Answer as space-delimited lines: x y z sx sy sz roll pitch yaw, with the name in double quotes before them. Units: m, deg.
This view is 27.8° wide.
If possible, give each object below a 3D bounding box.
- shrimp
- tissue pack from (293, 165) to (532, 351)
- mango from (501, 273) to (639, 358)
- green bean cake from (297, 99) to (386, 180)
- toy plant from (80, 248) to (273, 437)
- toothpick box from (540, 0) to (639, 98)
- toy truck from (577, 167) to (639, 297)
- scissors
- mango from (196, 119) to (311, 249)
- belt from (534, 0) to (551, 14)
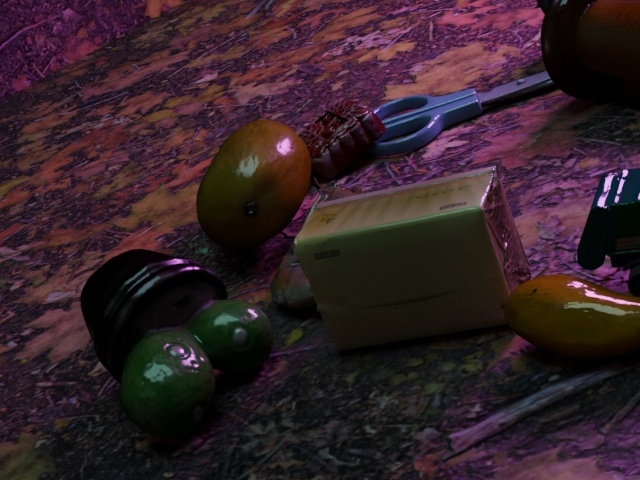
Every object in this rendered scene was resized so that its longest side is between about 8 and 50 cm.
"shrimp" 0.000 0.000 1.742 0.168 0.077 0.317 -28 22 8
"tissue pack" 0.108 0.024 1.494 0.234 0.159 0.125 -10 26 22
"mango" 0.273 0.081 1.352 0.190 0.075 0.098 10 43 38
"green bean cake" 0.024 -0.164 2.054 0.135 0.056 0.135 -41 23 -7
"toy plant" -0.178 0.117 1.540 0.218 0.175 0.235 -30 50 -34
"toothpick box" 0.456 -0.285 1.853 0.192 0.192 0.294 -35 34 -29
"toy truck" 0.404 -0.017 1.399 0.253 0.124 0.114 -9 28 28
"scissors" 0.282 -0.233 2.058 0.447 0.029 0.193 -17 24 9
"mango" -0.098 -0.081 1.881 0.195 0.142 0.331 -53 5 4
"belt" 0.480 -0.435 2.111 0.267 0.206 0.116 -18 26 1
